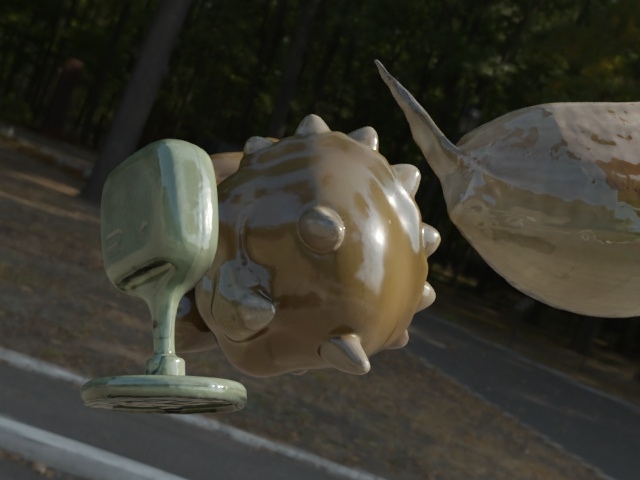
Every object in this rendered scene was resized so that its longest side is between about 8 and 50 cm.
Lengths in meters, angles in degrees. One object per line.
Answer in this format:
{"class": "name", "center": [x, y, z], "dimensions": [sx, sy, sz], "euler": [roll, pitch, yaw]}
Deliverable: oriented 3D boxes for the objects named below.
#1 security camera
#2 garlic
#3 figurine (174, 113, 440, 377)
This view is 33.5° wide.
{"class": "security camera", "center": [-0.052, 0.012, 0.363], "dimensions": [0.058, 0.092, 0.058], "euler": [1, -16, 0]}
{"class": "garlic", "center": [0.127, -0.028, 0.515], "dimensions": [0.198, 0.128, 0.090], "euler": [-2, -21, -13]}
{"class": "figurine", "center": [-0.001, 0.005, 0.734], "dimensions": [0.173, 0.177, 0.247], "euler": [0, 0, 19]}
